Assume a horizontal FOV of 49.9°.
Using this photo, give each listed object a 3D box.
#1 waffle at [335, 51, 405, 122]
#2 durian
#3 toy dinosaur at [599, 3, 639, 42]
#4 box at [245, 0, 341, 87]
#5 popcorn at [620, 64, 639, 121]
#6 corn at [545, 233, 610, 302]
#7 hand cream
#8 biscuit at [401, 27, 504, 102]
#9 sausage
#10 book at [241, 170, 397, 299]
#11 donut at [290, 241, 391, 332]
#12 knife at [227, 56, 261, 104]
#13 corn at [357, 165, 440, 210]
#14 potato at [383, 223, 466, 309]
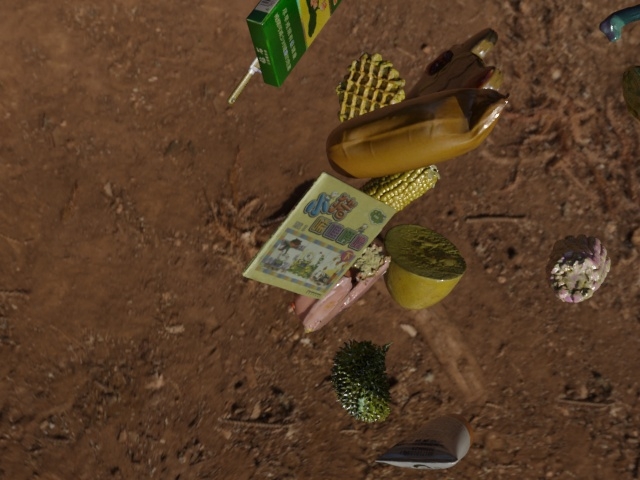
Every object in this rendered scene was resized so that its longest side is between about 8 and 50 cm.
[{"bbox_3d":[0.102,-0.299,1.451,0.038,0.191,0.191,-15,69,-46],"label":"waffle"},{"bbox_3d":[0.084,0.307,1.450,0.137,0.220,0.095,4,25,7],"label":"durian"},{"bbox_3d":[0.680,-0.566,1.316,0.331,0.129,0.383,-2,81,-3],"label":"toy dinosaur"},{"bbox_3d":[-0.028,-0.360,1.043,0.034,0.132,0.235,23,66,21],"label":"box"},{"bbox_3d":[0.834,-0.353,1.471,0.334,0.292,0.293,-41,110,-10],"label":"popcorn"},{"bbox_3d":[0.510,0.058,1.381,0.126,0.127,0.335,53,24,11],"label":"corn"},{"bbox_3d":[0.218,0.378,1.270,0.140,0.314,0.089,-7,79,25],"label":"hand cream"},{"bbox_3d":[0.360,-0.445,2.008,0.076,0.368,0.394,39,36,-22],"label":"biscuit"},{"bbox_3d":[0.142,-0.155,0.983,0.112,0.328,0.112,7,80,-41],"label":"sausage"},{"bbox_3d":[0.000,0.000,1.005,0.168,0.192,0.013,22,24,-44],"label":"book"},{"bbox_3d":[0.028,0.092,1.364,0.085,0.199,0.233,47,32,13],"label":"donut"},{"bbox_3d":[-0.172,-0.473,1.876,0.046,0.256,0.022,26,20,-41],"label":"knife"},{"bbox_3d":[0.125,-0.088,1.415,0.091,0.260,0.091,55,22,5],"label":"corn"},{"bbox_3d":[0.216,0.079,1.573,0.204,0.158,0.178,35,42,24],"label":"potato"}]
